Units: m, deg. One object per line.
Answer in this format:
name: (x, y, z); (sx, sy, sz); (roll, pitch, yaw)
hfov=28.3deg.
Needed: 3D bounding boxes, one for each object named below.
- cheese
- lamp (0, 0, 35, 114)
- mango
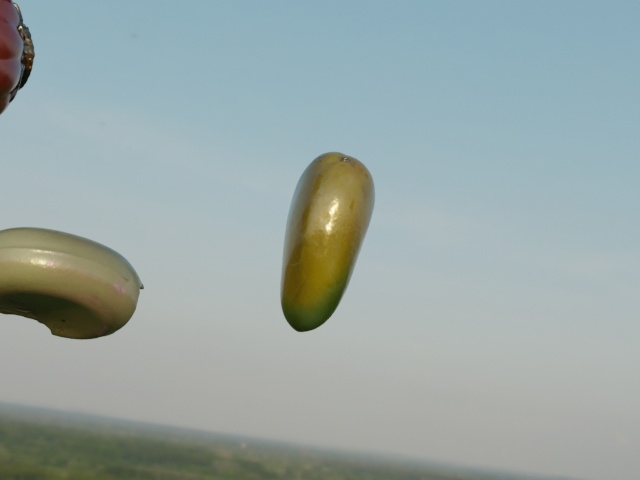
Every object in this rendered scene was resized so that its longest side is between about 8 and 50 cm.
cheese: (-0.334, 0.029, 1.375); (0.286, 0.082, 0.163); (23, -33, -33)
lamp: (-0.462, -0.241, 1.601); (0.227, 0.227, 0.227); (8, -9, 1)
mango: (0.000, 0.000, 1.745); (0.114, 0.251, 0.156); (22, -14, -10)
